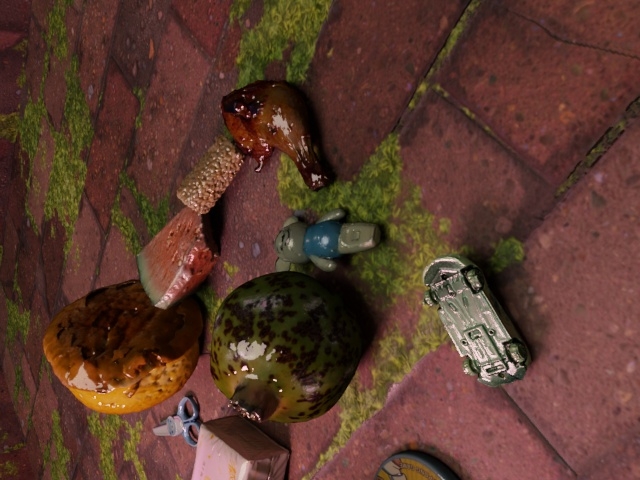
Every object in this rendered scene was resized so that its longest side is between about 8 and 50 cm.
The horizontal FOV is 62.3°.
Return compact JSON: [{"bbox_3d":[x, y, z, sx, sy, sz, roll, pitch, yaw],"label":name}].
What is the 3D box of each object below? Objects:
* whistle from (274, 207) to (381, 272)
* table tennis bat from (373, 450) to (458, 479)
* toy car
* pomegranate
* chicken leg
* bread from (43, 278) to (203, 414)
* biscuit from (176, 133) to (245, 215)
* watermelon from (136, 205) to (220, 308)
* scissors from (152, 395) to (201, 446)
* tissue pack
[{"bbox_3d":[0.000,0.000,0.892,0.236,0.077,0.114,-6,67,45],"label":"whistle"},{"bbox_3d":[0.171,0.488,0.802,0.215,0.044,0.329,-20,79,46],"label":"table tennis bat"},{"bbox_3d":[0.205,0.099,0.694,0.093,0.058,0.186,-35,82,44],"label":"toy car"},{"bbox_3d":[-0.065,0.180,0.853,0.254,0.270,0.254,15,128,20],"label":"pomegranate"},{"bbox_3d":[-0.091,-0.201,0.968,0.322,0.083,0.177,23,120,45],"label":"chicken leg"},{"bbox_3d":[-0.448,0.243,1.256,0.358,0.337,0.204,32,142,42],"label":"bread"},{"bbox_3d":[-0.225,-0.137,1.090,0.082,0.070,0.168,44,99,28],"label":"biscuit"},{"bbox_3d":[-0.300,0.021,1.199,0.256,0.140,0.193,-54,53,26],"label":"watermelon"},{"bbox_3d":[-0.384,0.490,1.410,0.256,0.030,0.125,-28,73,44],"label":"scissors"},{"bbox_3d":[-0.180,0.511,1.099,0.185,0.124,0.225,14,94,45],"label":"tissue pack"}]
